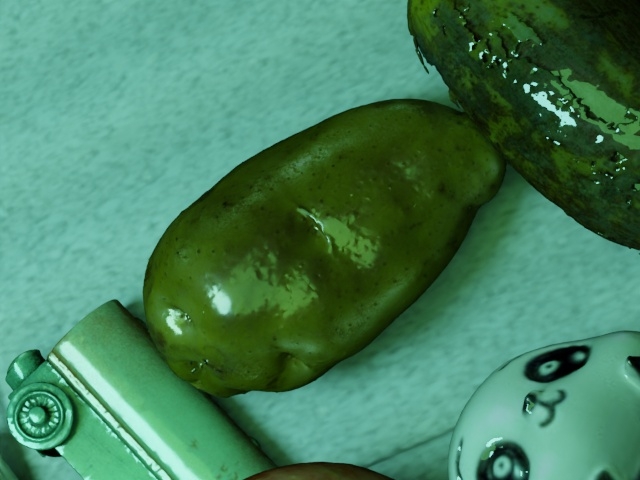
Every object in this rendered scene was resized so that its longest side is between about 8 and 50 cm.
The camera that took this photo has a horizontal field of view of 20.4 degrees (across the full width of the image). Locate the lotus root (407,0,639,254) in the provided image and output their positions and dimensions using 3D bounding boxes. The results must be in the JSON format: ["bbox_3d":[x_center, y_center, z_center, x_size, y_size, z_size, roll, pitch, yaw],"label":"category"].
[{"bbox_3d":[0.236,-0.129,1.566,0.397,0.179,0.196,43,58,16],"label":"lotus root"}]

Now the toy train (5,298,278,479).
[{"bbox_3d":[-0.169,0.190,1.694,0.177,0.116,0.285,-44,77,-5],"label":"toy train"}]

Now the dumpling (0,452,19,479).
[{"bbox_3d":[-0.342,0.302,1.711,0.151,0.124,0.229,-25,70,6],"label":"dumpling"}]

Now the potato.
[{"bbox_3d":[0.000,0.000,1.632,0.369,0.176,0.195,-36,38,2],"label":"potato"}]

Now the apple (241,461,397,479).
[{"bbox_3d":[0.001,0.296,1.586,0.293,0.163,0.251,34,134,-23],"label":"apple"}]

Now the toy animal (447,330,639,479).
[{"bbox_3d":[0.262,0.216,1.528,0.310,0.251,0.251,22,92,26],"label":"toy animal"}]
